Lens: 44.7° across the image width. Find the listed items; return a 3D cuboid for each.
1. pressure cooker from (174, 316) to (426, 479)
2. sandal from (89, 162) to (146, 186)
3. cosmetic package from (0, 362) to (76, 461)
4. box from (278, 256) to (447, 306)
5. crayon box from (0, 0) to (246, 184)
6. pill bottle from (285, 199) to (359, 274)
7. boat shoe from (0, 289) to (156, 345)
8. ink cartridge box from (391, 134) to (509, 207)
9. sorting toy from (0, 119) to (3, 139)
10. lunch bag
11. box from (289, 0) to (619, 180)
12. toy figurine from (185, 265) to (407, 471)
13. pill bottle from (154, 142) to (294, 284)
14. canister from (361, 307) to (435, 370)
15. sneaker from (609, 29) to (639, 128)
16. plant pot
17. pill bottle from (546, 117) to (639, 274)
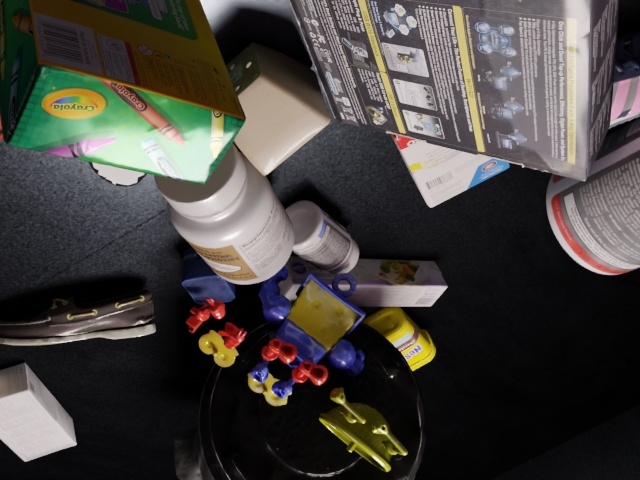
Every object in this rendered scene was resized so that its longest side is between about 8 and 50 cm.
[{"bbox_3d":[-0.040,0.345,1.360,0.375,0.370,0.420,-50,171,-24],"label":"pressure cooker"},{"bbox_3d":[-0.207,-0.150,0.891,0.097,0.054,0.254,2,139,-31],"label":"sandal"},{"bbox_3d":[-0.507,0.298,1.334,0.099,0.060,0.239,-18,145,-9],"label":"cosmetic package"},{"bbox_3d":[0.071,0.073,1.341,0.324,0.063,0.067,2,138,-31],"label":"box"},{"bbox_3d":[-0.184,-0.184,0.659,0.165,0.278,0.081,10,134,-37],"label":"crayon box"},{"bbox_3d":[0.000,0.000,1.189,0.078,0.078,0.137,-33,144,15],"label":"pill bottle"},{"bbox_3d":[-0.364,0.115,1.161,0.228,0.068,0.081,-4,-178,-18],"label":"boat shoe"},{"bbox_3d":[0.167,-0.155,1.068,0.134,0.078,0.231,-27,145,7],"label":"ink cartridge box"},{"bbox_3d":[-0.444,-0.111,0.822,0.275,0.046,0.132,-30,145,13],"label":"sorting toy"},{"bbox_3d":[-0.169,0.046,1.174,0.067,0.065,0.098,-8,148,7],"label":"lunch bag"},{"bbox_3d":[0.117,-0.235,0.751,0.097,0.318,0.395,-60,150,-21],"label":"box"},{"bbox_3d":[0.015,0.138,1.133,0.217,0.363,0.191,-52,175,-30],"label":"toy figurine"},{"bbox_3d":[-0.121,-0.041,0.997,0.131,0.131,0.229,-23,153,2],"label":"pill bottle"},{"bbox_3d":[0.144,0.204,1.553,0.126,0.073,0.170,-30,143,11],"label":"canister"},{"bbox_3d":[0.387,-0.225,1.065,0.319,0.112,0.131,-30,148,10],"label":"sneaker"},{"bbox_3d":[-0.068,-0.163,0.913,0.109,0.109,0.096,-37,132,21],"label":"plant pot"},{"bbox_3d":[0.524,-0.093,1.138,0.210,0.210,0.363,-2,163,-27],"label":"pill bottle"}]
